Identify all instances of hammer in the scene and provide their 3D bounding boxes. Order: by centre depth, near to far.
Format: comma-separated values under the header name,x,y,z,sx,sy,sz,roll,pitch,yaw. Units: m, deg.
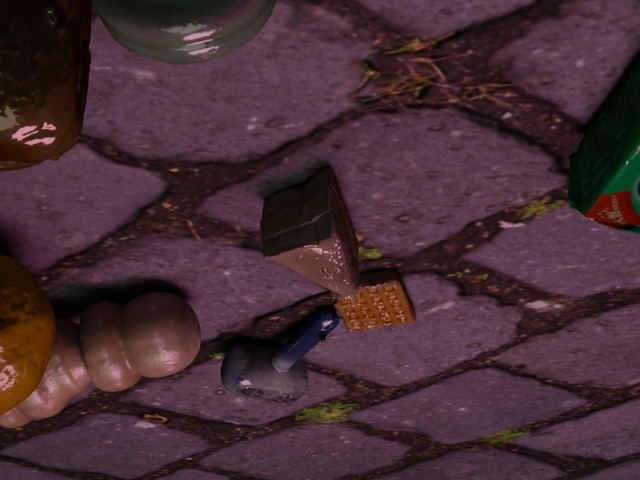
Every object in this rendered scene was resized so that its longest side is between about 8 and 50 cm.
name,x,y,z,sx,sy,sz,roll,pitch,yaw
hammer,-0.038,0.139,1.813,0.116,0.069,0.194,15,140,-30

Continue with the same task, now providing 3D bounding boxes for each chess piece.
name,x,y,z,sx,sy,sz,roll,pitch,yaw
chess piece,-0.108,-0.257,0.961,0.139,0.139,0.271,-4,142,4
chess piece,-0.269,0.130,1.703,0.261,0.142,0.143,-13,152,13

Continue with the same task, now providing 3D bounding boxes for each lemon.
name,x,y,z,sx,sy,sz,roll,pitch,yaw
lemon,-0.390,0.104,1.553,0.204,0.204,0.260,13,163,-28

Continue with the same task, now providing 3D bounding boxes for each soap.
name,x,y,z,sx,sy,sz,roll,pitch,yaw
soap,0.343,-0.107,1.300,0.218,0.098,0.273,10,150,-9

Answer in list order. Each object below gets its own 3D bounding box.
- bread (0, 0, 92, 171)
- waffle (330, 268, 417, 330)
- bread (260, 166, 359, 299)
name,x,y,z,sx,sy,sz,roll,pitch,yaw
bread,-0.293,-0.156,1.043,0.246,0.195,0.176,-1,158,-3
waffle,0.061,0.074,1.724,0.092,0.021,0.135,-8,153,12
bread,0.020,-0.004,1.504,0.105,0.077,0.152,-22,149,36
